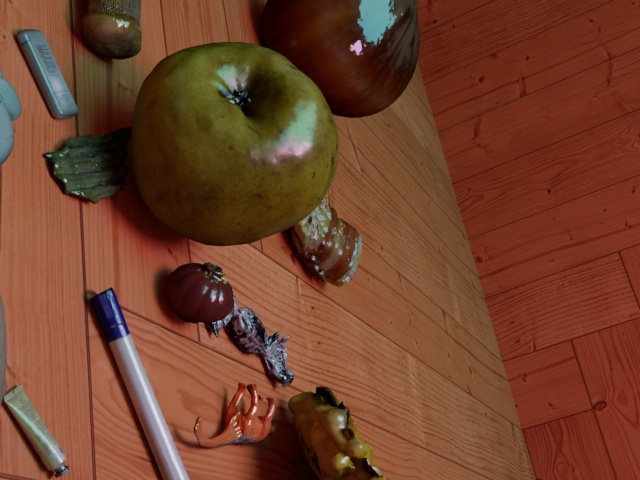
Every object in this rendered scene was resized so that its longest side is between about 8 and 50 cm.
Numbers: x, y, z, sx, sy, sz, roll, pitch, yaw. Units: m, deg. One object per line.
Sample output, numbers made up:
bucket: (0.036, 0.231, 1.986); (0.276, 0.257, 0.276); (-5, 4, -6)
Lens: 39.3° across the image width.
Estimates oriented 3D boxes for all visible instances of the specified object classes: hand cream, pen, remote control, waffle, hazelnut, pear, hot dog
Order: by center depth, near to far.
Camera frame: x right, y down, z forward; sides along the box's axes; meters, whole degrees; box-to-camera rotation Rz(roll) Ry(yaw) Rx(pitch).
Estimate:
hand cream: (-0.291, 0.197, 0.924); (0.102, 0.022, 0.035); (60, 21, -7)
pen: (-0.220, 0.188, 1.102); (0.269, 0.033, 0.033); (68, 19, -1)
remote control: (-0.359, -0.220, 1.183); (0.124, 0.017, 0.053); (66, 18, -7)
pear: (-0.131, -0.132, 1.305); (0.304, 0.303, 0.304); (53, 25, -37)
waffle: (0.080, 0.405, 1.366); (0.382, 0.095, 0.379); (59, -10, -9)
hot dog: (0.000, 0.000, 1.790); (0.213, 0.103, 0.146); (49, 47, -32)
hazelnut: (0.058, -0.464, 2.108); (0.409, 0.359, 0.359); (13, 57, -56)

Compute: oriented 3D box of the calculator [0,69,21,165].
calculator: (-0.407, -0.146, 0.941); (0.184, 0.042, 0.295); (65, 20, -10)

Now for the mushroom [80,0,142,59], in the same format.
mushroom: (-0.323, -0.424, 1.397); (0.123, 0.095, 0.351); (75, 7, -55)

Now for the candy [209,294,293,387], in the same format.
candy: (-0.105, 0.153, 1.414); (0.226, 0.051, 0.094); (50, 29, -41)

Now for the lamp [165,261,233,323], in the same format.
lamp: (-0.170, 0.074, 1.267); (0.101, 0.090, 0.101); (26, 15, -8)

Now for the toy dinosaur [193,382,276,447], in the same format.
toy dinosaur: (-0.110, 0.254, 1.281); (0.279, 0.055, 0.101); (38, 58, -59)

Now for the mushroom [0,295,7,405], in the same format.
mushroom: (-0.352, 0.081, 0.600); (0.293, 0.292, 0.290); (66, -10, -7)

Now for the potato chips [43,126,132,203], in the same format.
potato chips: (-0.297, -0.102, 1.213); (0.092, 0.028, 0.207); (67, 21, -7)
